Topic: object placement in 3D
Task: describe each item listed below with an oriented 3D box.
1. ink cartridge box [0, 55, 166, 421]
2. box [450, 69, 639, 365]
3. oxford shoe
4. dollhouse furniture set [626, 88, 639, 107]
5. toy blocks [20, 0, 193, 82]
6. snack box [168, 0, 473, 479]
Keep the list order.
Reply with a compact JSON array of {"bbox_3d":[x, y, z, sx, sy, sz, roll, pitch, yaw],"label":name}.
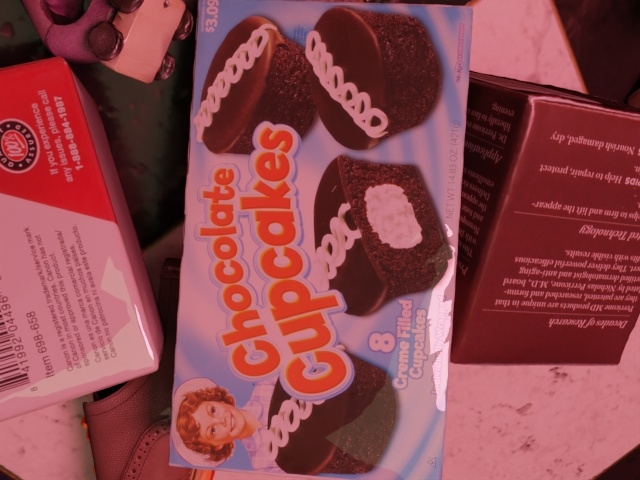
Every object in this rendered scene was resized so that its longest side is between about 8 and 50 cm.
[{"bbox_3d":[-0.260,0.023,0.380,0.272,0.114,0.197,-16,93,-12],"label":"ink cartridge box"},{"bbox_3d":[0.166,-0.025,0.503,0.167,0.168,0.203,4,112,-20],"label":"box"},{"bbox_3d":[-0.151,0.183,0.534,0.132,0.130,0.364,25,97,-8],"label":"oxford shoe"},{"bbox_3d":[0.401,-0.117,0.482,0.212,0.161,0.242,18,143,-24],"label":"dollhouse furniture set"},{"bbox_3d":[-0.198,-0.277,0.277,0.260,0.309,0.289,31,100,15],"label":"toy blocks"},{"bbox_3d":[0.000,0.000,0.426,0.187,0.060,0.322,3,90,4],"label":"snack box"}]
